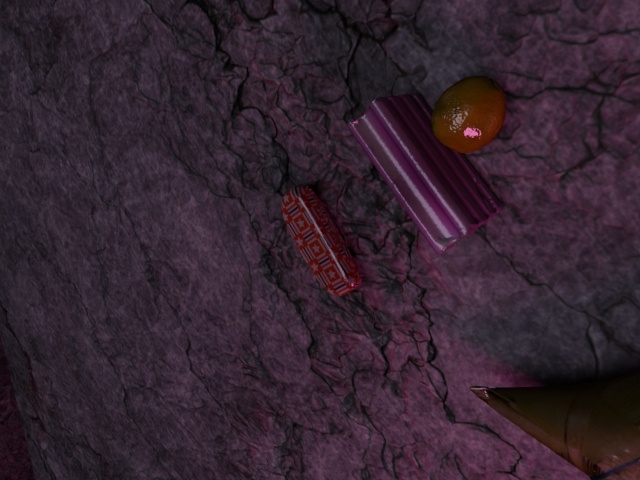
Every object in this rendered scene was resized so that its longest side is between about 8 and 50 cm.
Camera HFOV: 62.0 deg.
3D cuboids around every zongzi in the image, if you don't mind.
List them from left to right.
[{"bbox_3d":[0.355,0.174,0.625,0.289,0.123,0.260,35,121,28],"label":"zongzi"}]

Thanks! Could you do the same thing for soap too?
[{"bbox_3d":[0.137,-0.092,0.689,0.065,0.122,0.203,-40,80,40],"label":"soap"}]

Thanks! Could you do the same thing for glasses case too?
[{"bbox_3d":[0.000,0.000,0.880,0.073,0.049,0.194,-32,86,43],"label":"glasses case"}]

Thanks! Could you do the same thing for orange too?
[{"bbox_3d":[0.182,-0.156,0.653,0.085,0.085,0.095,37,104,22],"label":"orange"}]
